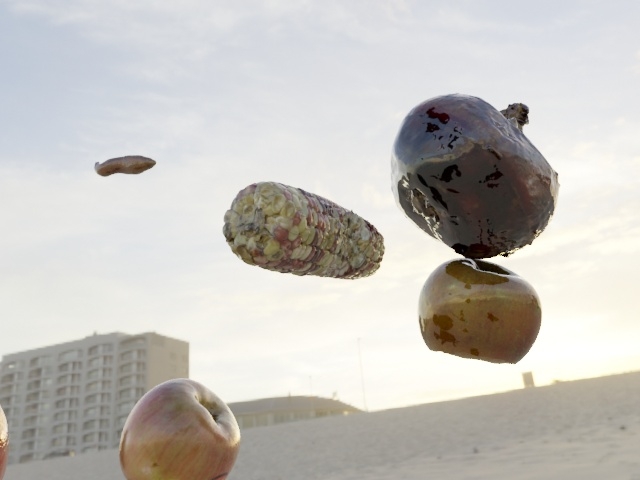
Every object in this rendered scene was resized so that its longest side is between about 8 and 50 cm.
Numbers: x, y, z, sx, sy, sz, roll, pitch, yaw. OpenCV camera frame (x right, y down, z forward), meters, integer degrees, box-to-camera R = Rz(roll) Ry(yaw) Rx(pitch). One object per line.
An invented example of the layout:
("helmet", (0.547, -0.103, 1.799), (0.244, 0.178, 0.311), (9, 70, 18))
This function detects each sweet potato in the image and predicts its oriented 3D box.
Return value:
("sweet potato", (-0.507, -0.194, 1.488), (0.202, 0.055, 0.058), (-4, -27, 19))

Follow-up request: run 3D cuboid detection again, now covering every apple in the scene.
("apple", (-0.234, 0.339, 0.961), (0.164, 0.209, 0.209), (-49, -31, 3))
("apple", (0.303, 0.147, 1.117), (0.237, 0.207, 0.237), (10, 13, -2))

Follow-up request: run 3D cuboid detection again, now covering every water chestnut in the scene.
("water chestnut", (0.300, -0.138, 1.082), (0.302, 0.350, 0.350), (-45, -21, -9))

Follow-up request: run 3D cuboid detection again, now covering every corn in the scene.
("corn", (0.000, 0.000, 0.683), (0.098, 0.098, 0.290), (-18, -18, 28))

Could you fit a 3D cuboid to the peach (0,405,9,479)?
("peach", (-0.820, 0.460, 1.193), (0.290, 0.373, 0.372), (10, -17, 19))
